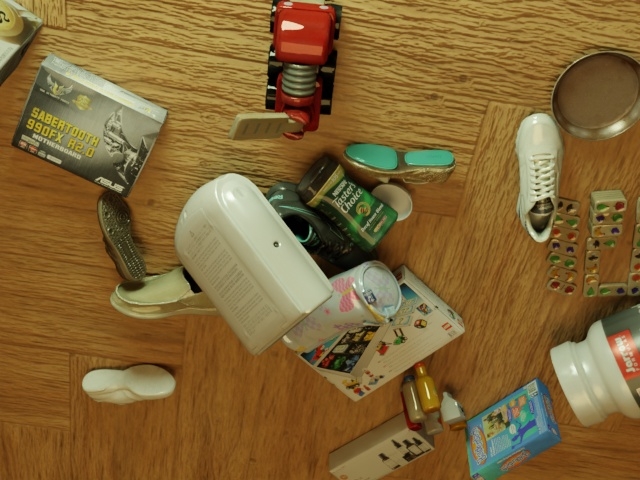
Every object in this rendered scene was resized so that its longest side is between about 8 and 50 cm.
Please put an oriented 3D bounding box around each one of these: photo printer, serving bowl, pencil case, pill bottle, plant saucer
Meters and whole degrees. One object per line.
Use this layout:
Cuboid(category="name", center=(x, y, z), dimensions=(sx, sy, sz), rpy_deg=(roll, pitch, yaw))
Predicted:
Cuboid(category="photo printer", center=(-0.141, 0.039, 1.581), dimensions=(0.307, 0.107, 0.256), rpy_deg=(52, 143, 5))
Cuboid(category="serving bowl", center=(0.136, -0.078, 1.618), dimensions=(0.083, 0.027, 0.083), rpy_deg=(13, 131, 15))
Cuboid(category="pencil case", center=(0.032, 0.133, 1.676), dimensions=(0.273, 0.113, 0.124), rpy_deg=(-25, 96, 41))
Cuboid(category="pill bottle", center=(0.661, 0.227, 1.692), dimensions=(0.363, 0.210, 0.210), rpy_deg=(-26, 119, 18))
Cuboid(category="plant saucer", center=(0.484, -0.254, 1.488), dimensions=(0.168, 0.029, 0.168), rpy_deg=(2, 125, 3))

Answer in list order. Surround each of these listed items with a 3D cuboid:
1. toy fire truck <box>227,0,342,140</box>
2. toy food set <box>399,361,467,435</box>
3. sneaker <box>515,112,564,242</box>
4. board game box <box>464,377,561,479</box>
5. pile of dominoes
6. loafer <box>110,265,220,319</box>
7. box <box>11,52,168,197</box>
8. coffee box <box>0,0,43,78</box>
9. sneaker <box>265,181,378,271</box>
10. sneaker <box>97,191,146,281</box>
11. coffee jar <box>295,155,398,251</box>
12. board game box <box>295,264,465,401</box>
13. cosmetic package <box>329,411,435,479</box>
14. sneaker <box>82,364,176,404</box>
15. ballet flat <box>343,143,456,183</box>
Cuboid(category="toy fire truck", center=(-0.054, -0.259, 1.380), dimensions=(0.158, 0.246, 0.217), rpy_deg=(6, 124, -2))
Cuboid(category="toy food set", center=(0.239, 0.351, 1.871), dimensions=(0.111, 0.104, 0.232), rpy_deg=(-25, 149, 20))
Cuboid(category="sneaker", center=(0.400, -0.112, 1.546), dimensions=(0.090, 0.095, 0.235), rpy_deg=(-3, 118, 11))
Cuboid(category="board game box", center=(0.413, 0.416, 1.863), dimensions=(0.210, 0.160, 0.047), rpy_deg=(-38, 115, 25))
Cuboid(category="pile of dominoes", center=(0.540, 0.020, 1.662), dimensions=(0.196, 0.040, 0.251), rpy_deg=(-4, 123, 5))
Cuboid(category="loafer", center=(-0.288, 0.096, 1.727), dimensions=(0.268, 0.102, 0.092), rpy_deg=(-2, 123, -7))
Cuboid(category="box", center=(-0.418, -0.204, 1.551), dimensions=(0.231, 0.056, 0.183), rpy_deg=(26, 122, -14))
Cuboid(category="coffee box", center=(-0.580, -0.301, 1.349), dimensions=(0.168, 0.297, 0.119), rpy_deg=(33, 119, -18))
Cuboid(category="sneaker", center=(0.000, 0.000, 1.638), dimensions=(0.267, 0.106, 0.101), rpy_deg=(34, 117, -20))
Cuboid(category="sneaker", center=(-0.406, -0.004, 1.679), dimensions=(0.071, 0.066, 0.188), rpy_deg=(1, 114, 43))
Cuboid(category="coffee jar", center=(0.047, -0.069, 1.579), dimensions=(0.184, 0.079, 0.096), rpy_deg=(39, 82, -8))
Cuboid(category="board game box", center=(0.122, 0.202, 1.797), dimensions=(0.305, 0.053, 0.193), rpy_deg=(-37, 116, 24))
Cuboid(category="cosmetic package", center=(0.140, 0.491, 1.987), dimensions=(0.239, 0.060, 0.099), rpy_deg=(-35, 115, 23))
Cuboid(category="sneaker", center=(-0.418, 0.333, 1.912), dimensions=(0.212, 0.080, 0.094), rpy_deg=(0, 136, 11))
Cuboid(category="ballet flat", center=(0.142, -0.132, 1.566), dimensions=(0.206, 0.073, 0.067), rpy_deg=(6, 138, 3))
